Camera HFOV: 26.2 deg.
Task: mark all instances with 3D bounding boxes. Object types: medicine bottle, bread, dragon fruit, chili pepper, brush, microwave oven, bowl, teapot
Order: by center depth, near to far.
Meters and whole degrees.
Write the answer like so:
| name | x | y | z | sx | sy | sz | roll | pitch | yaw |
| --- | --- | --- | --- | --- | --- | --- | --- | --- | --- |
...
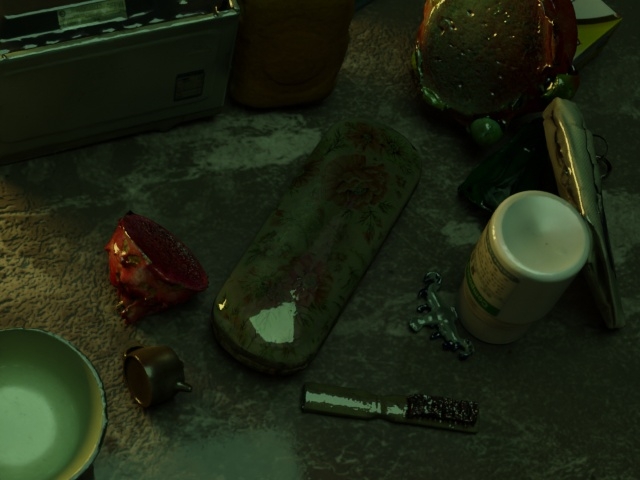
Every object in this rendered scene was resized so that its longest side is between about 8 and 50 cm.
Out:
| name | x | y | z | sx | sy | sz | roll | pitch | yaw |
| --- | --- | --- | --- | --- | --- | --- | --- | --- | --- |
| bowl | -0.369 | 0.218 | 1.672 | 0.211 | 0.112 | 0.212 | 6 | 68 | -15 |
| teapot | -0.212 | 0.167 | 1.775 | 0.068 | 0.076 | 0.121 | -19 | 38 | -33 |
| dragon fruit | -0.239 | 0.046 | 1.823 | 0.111 | 0.153 | 0.153 | -46 | 77 | 12 |
| brush | 0.097 | 0.220 | 1.843 | 0.247 | 0.036 | 0.043 | 9 | 56 | -9 |
| medicine bottle | 0.266 | 0.043 | 1.863 | 0.139 | 0.237 | 0.139 | 4 | 63 | -8 |
| microwave oven | -0.318 | -0.288 | 1.877 | 0.354 | 0.286 | 0.219 | -15 | 65 | -17 |
| bread | -0.047 | -0.300 | 1.975 | 0.174 | 0.246 | 0.121 | -8 | 54 | -20 |
| dragon fruit | 0.260 | -0.288 | 2.052 | 0.268 | 0.130 | 0.295 | 10 | 97 | 19 |
| chili pepper | 0.287 | -0.108 | 2.058 | 0.108 | 0.062 | 0.216 | 31 | 57 | 4 |

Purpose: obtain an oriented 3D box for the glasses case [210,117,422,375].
| name | x | y | z | sx | sy | sz | roll | pitch | yaw |
| --- | --- | --- | --- | --- | --- | --- | --- | --- | --- |
| glasses case | 0.000 | 0.000 | 1.902 | 0.156 | 0.098 | 0.425 | 28 | 59 | 7 |

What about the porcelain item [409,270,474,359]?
| name | x | y | z | sx | sy | sz | roll | pitch | yaw |
| --- | --- | --- | --- | --- | --- | --- | --- | --- | --- |
| porcelain item | 0.157 | 0.110 | 1.926 | 0.075 | 0.021 | 0.136 | -14 | 66 | -21 |

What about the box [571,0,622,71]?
| name | x | y | z | sx | sy | sz | roll | pitch | yaw |
| --- | --- | --- | --- | --- | --- | --- | --- | --- | --- |
| box | 0.321 | -0.371 | 2.189 | 0.168 | 0.097 | 0.265 | -37 | 76 | -28 |

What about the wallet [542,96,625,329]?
| name | x | y | z | sx | sy | sz | roll | pitch | yaw |
| --- | --- | --- | --- | --- | --- | --- | --- | --- | --- |
| wallet | 0.383 | -0.053 | 1.959 | 0.068 | 0.275 | 0.335 | -15 | 63 | 16 |

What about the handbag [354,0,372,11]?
| name | x | y | z | sx | sy | sz | roll | pitch | yaw |
| --- | --- | --- | --- | --- | --- | --- | --- | --- | --- |
| handbag | 0.056 | -0.472 | 2.196 | 0.229 | 0.062 | 0.179 | -33 | 74 | -28 |
